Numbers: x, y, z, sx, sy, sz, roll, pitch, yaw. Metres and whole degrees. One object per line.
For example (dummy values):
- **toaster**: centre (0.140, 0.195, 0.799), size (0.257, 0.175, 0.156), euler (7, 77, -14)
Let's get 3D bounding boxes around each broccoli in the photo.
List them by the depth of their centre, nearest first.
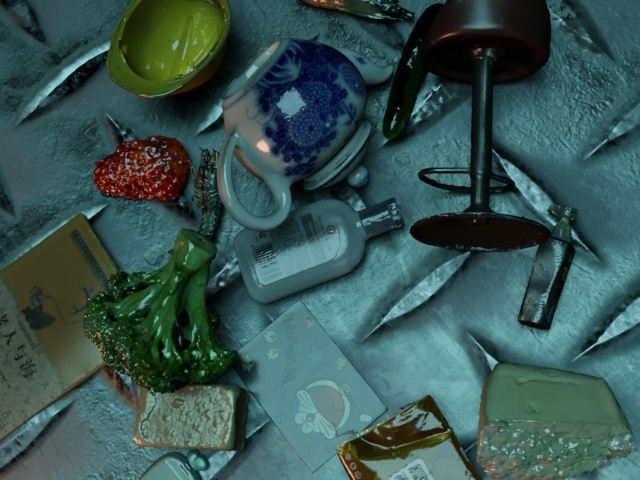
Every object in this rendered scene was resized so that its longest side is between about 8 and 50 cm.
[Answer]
- **broccoli**: centre (-0.252, 0.103, 1.545), size (0.269, 0.254, 0.269), euler (-4, 84, 39)

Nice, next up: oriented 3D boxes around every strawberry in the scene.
- **strawberry**: centre (-0.329, -0.127, 1.710), size (0.188, 0.082, 0.121), euler (-11, 77, 5)

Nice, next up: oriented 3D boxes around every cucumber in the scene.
- **cucumber**: centre (0.163, -0.304, 1.672), size (0.056, 0.056, 0.284), euler (17, 75, 14)

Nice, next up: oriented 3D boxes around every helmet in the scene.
- **helmet**: centre (-0.257, -0.342, 1.716), size (0.205, 0.140, 0.257), euler (25, 76, 17)

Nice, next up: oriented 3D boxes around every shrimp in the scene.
- **shrimp**: centre (-0.204, -0.079, 1.682), size (0.082, 0.076, 0.174), euler (6, 87, 25)
- **shrimp**: centre (0.079, -0.502, 1.739), size (0.261, 0.051, 0.198), euler (22, 81, 18)

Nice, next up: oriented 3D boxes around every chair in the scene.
- **chair**: centre (0.265, -0.199, 1.537), size (0.226, 0.226, 0.401), euler (2, 77, 11)

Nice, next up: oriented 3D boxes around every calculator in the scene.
- **calculator**: centre (-0.255, 0.413, 1.591), size (0.153, 0.021, 0.095), euler (-43, 73, 0)

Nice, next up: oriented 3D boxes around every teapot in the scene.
- **teapot**: centre (-0.019, -0.189, 1.595), size (0.280, 0.252, 0.424), euler (44, 64, -17)

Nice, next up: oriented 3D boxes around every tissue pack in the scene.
- **tissue pack**: centre (0.153, 0.380, 1.486), size (0.183, 0.092, 0.226), euler (-31, 75, 2)

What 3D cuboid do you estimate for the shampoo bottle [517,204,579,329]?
- **shampoo bottle**: centre (0.374, 0.041, 1.544), size (0.063, 0.057, 0.208), euler (15, 78, 21)

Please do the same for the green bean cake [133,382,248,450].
- **green bean cake**: centre (-0.215, 0.294, 1.580), size (0.179, 0.085, 0.109), euler (-1, 78, 12)

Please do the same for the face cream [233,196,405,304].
- **face cream**: centre (0.000, 0.000, 1.618), size (0.291, 0.071, 0.144), euler (-23, 72, 5)

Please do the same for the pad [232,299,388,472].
- **pad**: centre (-0.027, 0.244, 1.598), size (0.170, 0.006, 0.245), euler (-39, 73, 0)

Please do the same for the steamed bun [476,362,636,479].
- **steamed bun**: centre (0.350, 0.294, 1.426), size (0.225, 0.200, 0.170), euler (5, 117, 10)

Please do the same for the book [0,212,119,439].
- **book**: centre (-0.517, 0.164, 1.698), size (0.389, 0.032, 0.269), euler (-37, 74, 1)
